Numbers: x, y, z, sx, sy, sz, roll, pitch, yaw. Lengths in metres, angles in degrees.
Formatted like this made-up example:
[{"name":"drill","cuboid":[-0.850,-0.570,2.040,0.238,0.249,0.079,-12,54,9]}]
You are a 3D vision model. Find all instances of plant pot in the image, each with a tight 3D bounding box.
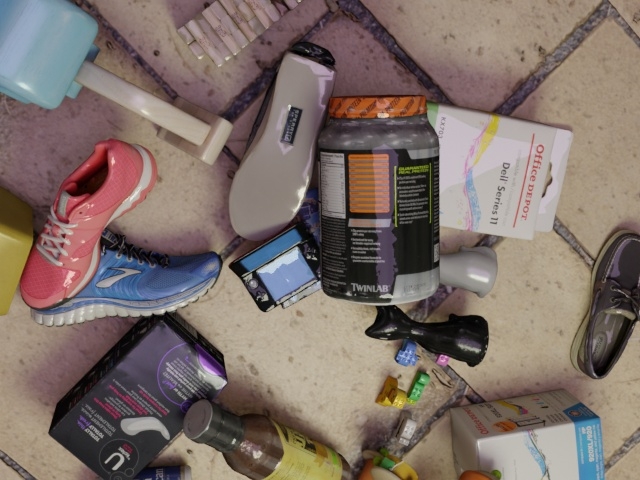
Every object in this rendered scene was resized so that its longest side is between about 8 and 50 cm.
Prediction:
[{"name":"plant pot","cuboid":[-0.571,0.008,1.596,0.187,0.212,0.212,17,109,-24]}]

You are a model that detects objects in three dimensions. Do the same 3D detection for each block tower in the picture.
[{"name":"block tower","cuboid":[-0.079,-0.414,1.652,0.335,0.097,0.091,-38,104,2]}]

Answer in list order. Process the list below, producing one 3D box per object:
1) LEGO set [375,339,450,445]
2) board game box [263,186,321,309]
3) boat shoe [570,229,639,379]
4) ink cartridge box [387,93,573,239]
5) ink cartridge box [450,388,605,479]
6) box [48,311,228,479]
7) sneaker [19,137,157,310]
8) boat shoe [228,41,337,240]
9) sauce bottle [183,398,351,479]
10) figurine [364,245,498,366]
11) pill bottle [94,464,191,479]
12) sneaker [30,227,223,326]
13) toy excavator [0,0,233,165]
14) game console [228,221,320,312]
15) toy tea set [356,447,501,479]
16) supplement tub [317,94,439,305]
[{"name":"LEGO set","cuboid":[0.163,0.265,1.813,0.087,0.093,0.227,22,97,-12]},{"name":"board game box","cuboid":[0.000,0.000,1.756,0.194,0.060,0.194,-15,102,-6]},{"name":"boat shoe","cuboid":[0.544,0.123,1.844,0.103,0.092,0.285,17,98,-11]},{"name":"ink cartridge box","cuboid":[0.277,-0.122,1.743,0.353,0.119,0.207,8,100,-9]},{"name":"ink cartridge box","cuboid":[0.374,0.391,1.829,0.233,0.171,0.168,-8,101,-7]},{"name":"box","cuboid":[-0.309,0.262,1.716,0.270,0.143,0.165,-45,104,1]},{"name":"sneaker","cuboid":[-0.393,-0.035,1.576,0.116,0.136,0.314,34,89,19]},{"name":"boat shoe","cuboid":[-0.054,-0.170,1.674,0.127,0.158,0.340,23,107,-3]},{"name":"sauce bottle","cuboid":[-0.088,0.365,1.722,0.344,0.111,0.111,35,94,-40]},{"name":"figurine","cuboid":[0.194,0.096,1.764,0.209,0.092,0.215,14,69,-6]},{"name":"pill bottle","cuboid":[-0.313,0.450,1.776,0.169,0.094,0.094,-2,101,-8]},{"name":"sneaker","cuboid":[-0.329,0.050,1.682,0.330,0.130,0.147,-8,104,-7]},{"name":"toy excavator","cuboid":[-0.390,-0.270,1.542,0.445,0.433,0.222,30,91,15]},{"name":"game console","cuboid":[-0.066,0.047,1.681,0.144,0.085,0.124,-31,102,1]},{"name":"toy tea set","cuboid":[0.204,0.436,1.756,0.124,0.336,0.200,-48,143,-27]},{"name":"supplement tub","cuboid":[0.092,-0.069,1.575,0.194,0.193,0.316,-2,100,-8]}]
